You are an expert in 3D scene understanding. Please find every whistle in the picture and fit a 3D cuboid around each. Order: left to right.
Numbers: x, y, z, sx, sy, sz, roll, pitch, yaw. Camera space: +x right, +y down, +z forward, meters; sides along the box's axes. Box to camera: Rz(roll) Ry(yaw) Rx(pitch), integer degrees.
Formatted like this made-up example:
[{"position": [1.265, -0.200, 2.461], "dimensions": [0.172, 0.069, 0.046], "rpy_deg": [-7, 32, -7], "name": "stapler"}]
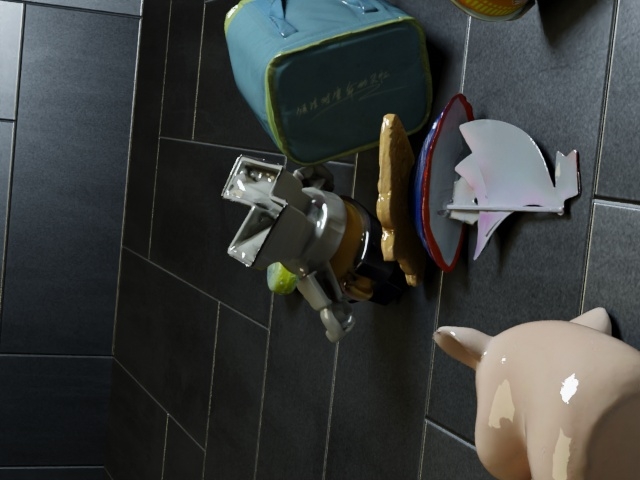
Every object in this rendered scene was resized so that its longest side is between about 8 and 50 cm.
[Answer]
[{"position": [-0.061, 0.002, 2.126], "dimensions": [0.104, 0.057, 0.198], "rpy_deg": [125, 151, -61], "name": "whistle"}]

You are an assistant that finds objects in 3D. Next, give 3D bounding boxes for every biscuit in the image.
[{"position": [0.108, -0.053, 1.595], "dimensions": [0.162, 0.035, 0.250], "rpy_deg": [-54, -40, -58], "name": "biscuit"}]

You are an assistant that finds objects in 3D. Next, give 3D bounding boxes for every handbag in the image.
[{"position": [0.011, -0.253, 1.709], "dimensions": [0.241, 0.263, 0.222], "rpy_deg": [-120, 17, -54], "name": "handbag"}]

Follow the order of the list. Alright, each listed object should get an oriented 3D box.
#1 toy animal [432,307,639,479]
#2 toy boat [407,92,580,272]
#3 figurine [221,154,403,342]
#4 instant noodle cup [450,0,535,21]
[{"position": [0.255, 0.187, 1.151], "dimensions": [0.256, 0.195, 0.212], "rpy_deg": [-159, 67, -65], "name": "toy animal"}, {"position": [0.200, -0.092, 1.469], "dimensions": [0.318, 0.072, 0.219], "rpy_deg": [-38, 55, 57], "name": "toy boat"}, {"position": [0.002, 0.002, 1.679], "dimensions": [0.143, 0.308, 0.308], "rpy_deg": [-19, 68, 44], "name": "figurine"}, {"position": [0.235, -0.351, 1.324], "dimensions": [0.185, 0.168, 0.168], "rpy_deg": [-19, 69, 58], "name": "instant noodle cup"}]
